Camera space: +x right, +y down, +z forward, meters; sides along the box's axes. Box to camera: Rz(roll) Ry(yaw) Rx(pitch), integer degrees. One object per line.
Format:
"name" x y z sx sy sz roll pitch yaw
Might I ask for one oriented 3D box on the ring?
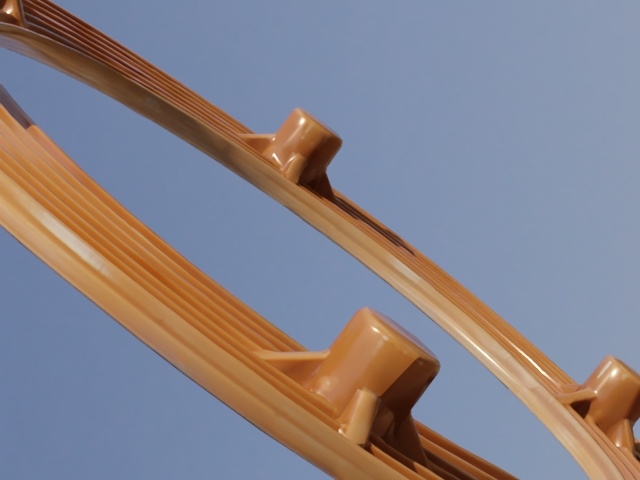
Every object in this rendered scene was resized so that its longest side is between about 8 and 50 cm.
"ring" 0.000 0.000 0.534 0.032 0.336 0.336 -53 -20 7
